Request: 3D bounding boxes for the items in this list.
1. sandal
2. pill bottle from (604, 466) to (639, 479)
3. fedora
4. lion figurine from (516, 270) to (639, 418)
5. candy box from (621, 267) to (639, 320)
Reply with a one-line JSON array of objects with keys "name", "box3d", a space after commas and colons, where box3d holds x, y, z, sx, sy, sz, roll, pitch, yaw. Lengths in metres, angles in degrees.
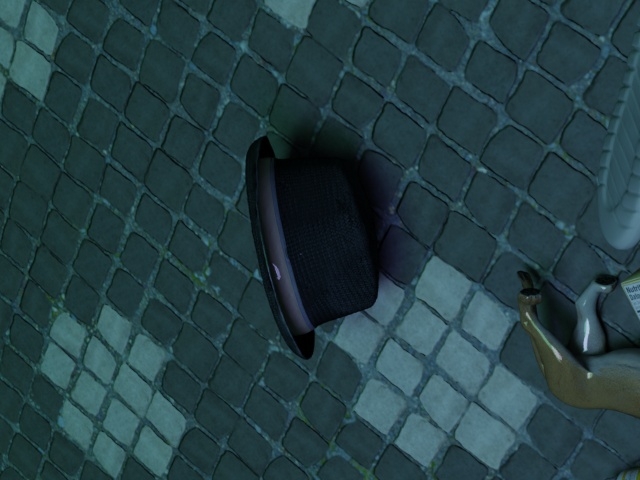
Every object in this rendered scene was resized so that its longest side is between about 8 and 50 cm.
[{"name": "sandal", "box3d": [0.436, -0.170, 1.876, 0.102, 0.169, 0.416, 5, 117, -8]}, {"name": "pill bottle", "box3d": [0.449, 0.344, 2.100, 0.116, 0.065, 0.065, -17, 97, 40]}, {"name": "fedora", "box3d": [0.000, 0.000, 2.212, 0.152, 0.334, 0.334, -12, 102, 8]}, {"name": "lion figurine", "box3d": [0.418, 0.190, 2.039, 0.392, 0.142, 0.240, 24, 129, 44]}, {"name": "candy box", "box3d": [0.517, 0.142, 1.872, 0.087, 0.183, 0.316, -23, 97, 52]}]
